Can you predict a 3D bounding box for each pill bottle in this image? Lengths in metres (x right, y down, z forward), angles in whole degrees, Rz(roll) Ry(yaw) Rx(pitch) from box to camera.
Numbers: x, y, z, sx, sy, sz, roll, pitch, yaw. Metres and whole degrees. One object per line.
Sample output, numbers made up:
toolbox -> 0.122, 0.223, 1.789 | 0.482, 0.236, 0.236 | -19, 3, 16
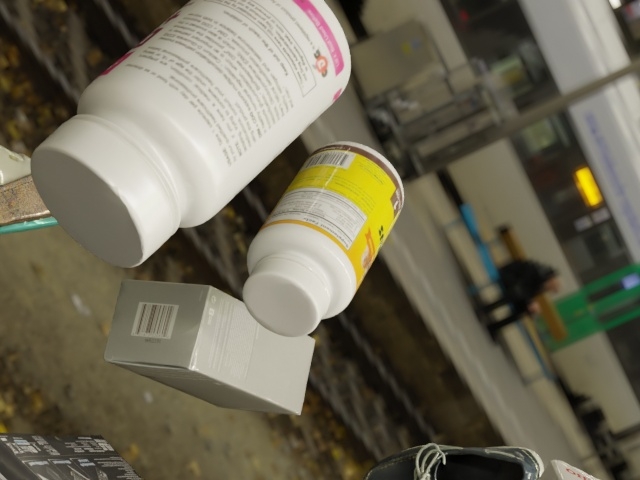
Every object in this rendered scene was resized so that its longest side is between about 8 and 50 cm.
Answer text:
pill bottle -> -0.116, -0.114, 1.390 | 0.160, 0.283, 0.160 | 30, -33, 23
pill bottle -> 0.000, 0.000, 1.587 | 0.117, 0.117, 0.215 | 61, 39, -26

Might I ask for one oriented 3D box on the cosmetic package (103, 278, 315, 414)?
cosmetic package -> -0.119, 0.123, 1.733 | 0.238, 0.127, 0.107 | 35, 62, -53

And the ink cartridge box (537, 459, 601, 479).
ink cartridge box -> 0.218, 0.237, 1.191 | 0.099, 0.056, 0.135 | 27, 13, -8

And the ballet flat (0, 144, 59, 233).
ballet flat -> -0.358, -0.043, 1.519 | 0.107, 0.316, 0.106 | -4, -80, 54

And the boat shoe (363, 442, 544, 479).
boat shoe -> 0.167, 0.318, 2.051 | 0.079, 0.254, 0.095 | 18, 70, -65

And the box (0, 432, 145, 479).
box -> -0.147, 0.254, 1.172 | 0.242, 0.076, 0.307 | 43, -1, 9
